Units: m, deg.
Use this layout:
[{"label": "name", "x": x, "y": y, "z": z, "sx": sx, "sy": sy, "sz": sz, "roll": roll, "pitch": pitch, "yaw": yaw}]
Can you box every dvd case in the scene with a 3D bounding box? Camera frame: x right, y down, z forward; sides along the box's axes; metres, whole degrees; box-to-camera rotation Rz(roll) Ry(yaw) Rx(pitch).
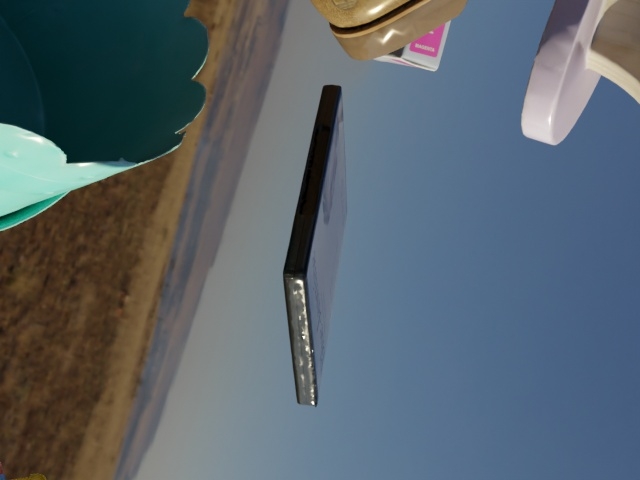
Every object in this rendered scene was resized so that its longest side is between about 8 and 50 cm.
[{"label": "dvd case", "x": 0.000, "y": 0.000, "z": 0.846, "sx": 0.180, "sy": 0.022, "sz": 0.253, "roll": 87, "pitch": 10, "yaw": -45}]

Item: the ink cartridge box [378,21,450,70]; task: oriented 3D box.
[{"label": "ink cartridge box", "x": 0.129, "y": -0.380, "z": 1.151, "sx": 0.186, "sy": 0.065, "sz": 0.311, "roll": -143, "pitch": -112, "yaw": -67}]

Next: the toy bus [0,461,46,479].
[{"label": "toy bus", "x": -0.382, "y": 0.325, "z": 0.948, "sx": 0.211, "sy": 0.220, "sz": 0.149, "roll": 52, "pitch": -49, "yaw": 37}]

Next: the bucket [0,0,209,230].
[{"label": "bucket", "x": -0.235, "y": -0.145, "z": 0.635, "sx": 0.183, "sy": 0.281, "sz": 0.281, "roll": -21, "pitch": -140, "yaw": 33}]

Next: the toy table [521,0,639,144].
[{"label": "toy table", "x": 0.296, "y": -0.183, "z": 0.765, "sx": 0.274, "sy": 0.161, "sz": 0.252, "roll": -64, "pitch": 157, "yaw": -10}]

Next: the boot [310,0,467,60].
[{"label": "boot", "x": 0.115, "y": -0.238, "z": 0.562, "sx": 0.305, "sy": 0.115, "sz": 0.112, "roll": -30, "pitch": -145, "yaw": 15}]
